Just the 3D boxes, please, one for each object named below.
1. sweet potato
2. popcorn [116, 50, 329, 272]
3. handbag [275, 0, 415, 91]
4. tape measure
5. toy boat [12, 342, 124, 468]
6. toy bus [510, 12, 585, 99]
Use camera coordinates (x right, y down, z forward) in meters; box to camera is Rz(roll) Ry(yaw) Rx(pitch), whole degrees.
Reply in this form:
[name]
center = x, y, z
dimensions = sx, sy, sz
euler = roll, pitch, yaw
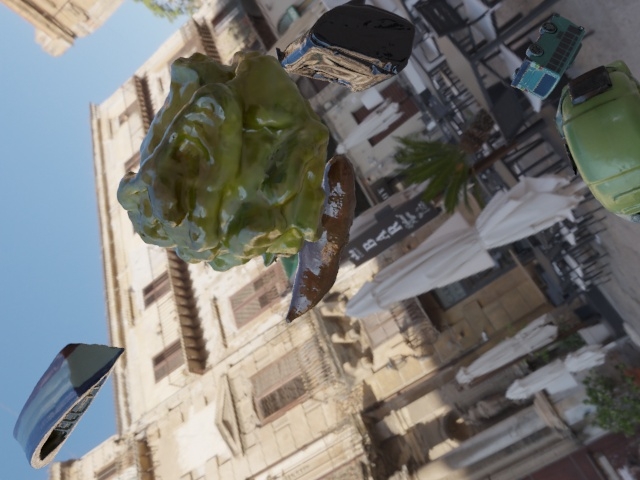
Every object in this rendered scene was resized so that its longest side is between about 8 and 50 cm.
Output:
[sweet potato]
center = 0.006, -0.001, 0.943
dimensions = 0.095, 0.355, 0.106
euler = 29, -153, 22
[popcorn]
center = -0.114, -0.100, 0.684
dimensions = 0.312, 0.312, 0.312
euler = 48, -163, -20
[handbag]
center = 0.054, -0.499, 1.223
dimensions = 0.274, 0.178, 0.302
euler = 15, -178, -19
[tape measure]
center = 0.309, -0.103, 0.512
dimensions = 0.154, 0.087, 0.178
euler = -9, -104, -53
[toy boat]
center = -0.237, 0.154, 0.438
dimensions = 0.046, 0.229, 0.080
euler = 40, -141, -6
[toy bus]
center = 0.458, -0.368, 0.975
dimensions = 0.091, 0.160, 0.079
euler = 31, 157, 9
